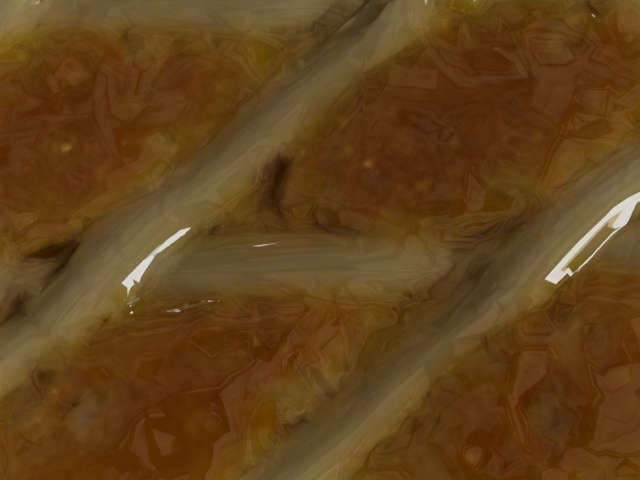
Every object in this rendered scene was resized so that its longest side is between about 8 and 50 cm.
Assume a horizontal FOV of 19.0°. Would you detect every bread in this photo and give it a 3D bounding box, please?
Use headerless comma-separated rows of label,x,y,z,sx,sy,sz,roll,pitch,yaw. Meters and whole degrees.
bread,0.000,0.000,0.700,0.390,0.279,0.371,-20,81,3
